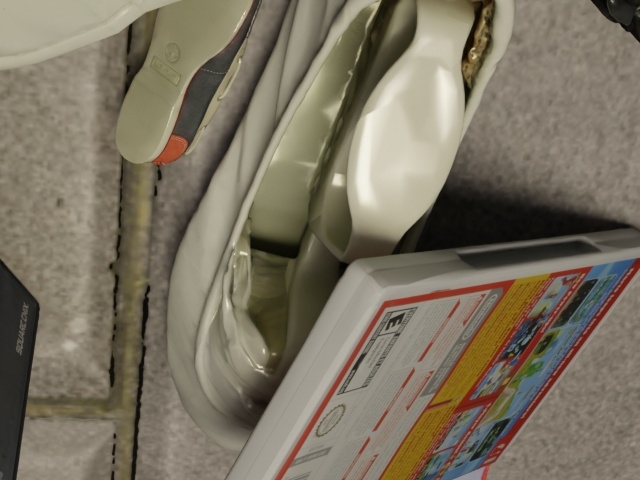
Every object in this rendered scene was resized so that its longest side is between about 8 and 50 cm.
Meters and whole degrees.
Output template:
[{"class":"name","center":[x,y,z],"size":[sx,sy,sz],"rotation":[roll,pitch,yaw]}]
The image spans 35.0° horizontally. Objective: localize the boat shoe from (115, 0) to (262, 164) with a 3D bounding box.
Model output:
[{"class":"boat shoe","center":[-0.062,-0.098,0.535],"size":[0.043,0.049,0.137],"rotation":[-9,136,-56]}]

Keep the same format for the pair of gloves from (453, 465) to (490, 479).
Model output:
[{"class":"pair of gloves","center":[0.043,0.211,0.764],"size":[0.159,0.023,0.198],"rotation":[4,123,-11]}]

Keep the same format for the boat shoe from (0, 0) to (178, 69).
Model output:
[{"class":"boat shoe","center":[-0.048,-0.163,0.423],"size":[0.320,0.099,0.116],"rotation":[-13,151,17]}]

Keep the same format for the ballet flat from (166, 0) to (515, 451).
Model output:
[{"class":"ballet flat","center":[0.000,0.000,0.555],"size":[0.139,0.139,0.400],"rotation":[11,121,-15]}]

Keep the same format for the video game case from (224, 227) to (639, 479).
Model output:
[{"class":"video game case","center":[0.071,0.084,0.590],"size":[0.285,0.025,0.204],"rotation":[-5,132,-48]}]

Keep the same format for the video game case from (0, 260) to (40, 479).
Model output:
[{"class":"video game case","center":[-0.231,0.000,0.481],"size":[0.026,0.196,0.274],"rotation":[-27,123,7]}]

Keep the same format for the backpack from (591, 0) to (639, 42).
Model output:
[{"class":"backpack","center":[0.244,-0.170,0.420],"size":[0.191,0.225,0.253],"rotation":[28,117,-25]}]
